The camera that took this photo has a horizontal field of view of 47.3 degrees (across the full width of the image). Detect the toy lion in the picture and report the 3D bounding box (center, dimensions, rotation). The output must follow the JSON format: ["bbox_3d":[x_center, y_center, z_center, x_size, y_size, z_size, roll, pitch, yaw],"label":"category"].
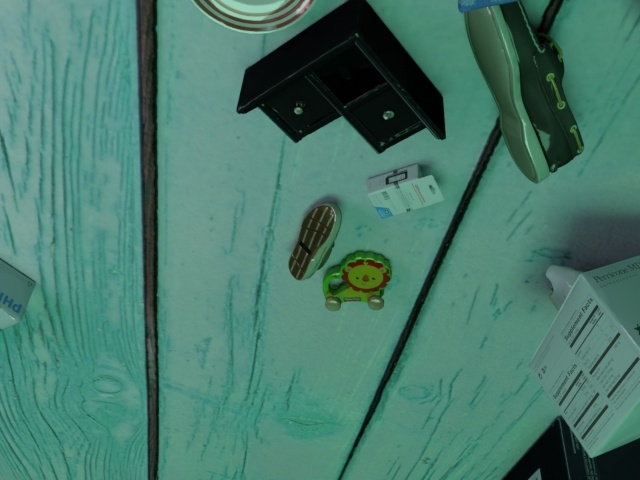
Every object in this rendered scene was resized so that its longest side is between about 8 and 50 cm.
[{"bbox_3d":[0.051,0.055,1.027,0.100,0.034,0.096,-3,131,10],"label":"toy lion"}]

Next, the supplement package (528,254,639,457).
[{"bbox_3d":[0.429,0.120,0.901,0.262,0.145,0.204,-15,142,-19],"label":"supplement package"}]

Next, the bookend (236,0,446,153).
[{"bbox_3d":[0.023,-0.145,0.771,0.157,0.072,0.156,-25,131,30],"label":"bookend"}]

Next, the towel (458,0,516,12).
[{"bbox_3d":[0.204,-0.317,0.546,0.209,0.034,0.285,-14,139,-5],"label":"towel"}]

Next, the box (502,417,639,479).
[{"bbox_3d":[0.533,0.491,1.356,0.294,0.182,0.296,8,139,-6],"label":"box"}]

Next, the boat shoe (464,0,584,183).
[{"bbox_3d":[0.207,-0.164,0.732,0.069,0.081,0.227,-29,125,0],"label":"boat shoe"}]

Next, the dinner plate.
[{"bbox_3d":[-0.066,-0.260,0.692,0.141,0.017,0.141,3,139,2],"label":"dinner plate"}]

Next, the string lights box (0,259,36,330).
[{"bbox_3d":[-0.572,0.099,1.101,0.260,0.076,0.133,-22,132,27],"label":"string lights box"}]

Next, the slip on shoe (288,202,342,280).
[{"bbox_3d":[0.000,0.000,0.963,0.041,0.051,0.135,-17,144,-39],"label":"slip on shoe"}]

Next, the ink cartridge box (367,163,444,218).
[{"bbox_3d":[0.104,-0.061,0.889,0.083,0.028,0.048,-15,135,22],"label":"ink cartridge box"}]

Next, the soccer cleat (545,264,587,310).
[{"bbox_3d":[0.358,0.088,1.014,0.076,0.068,0.196,34,170,35],"label":"soccer cleat"}]
